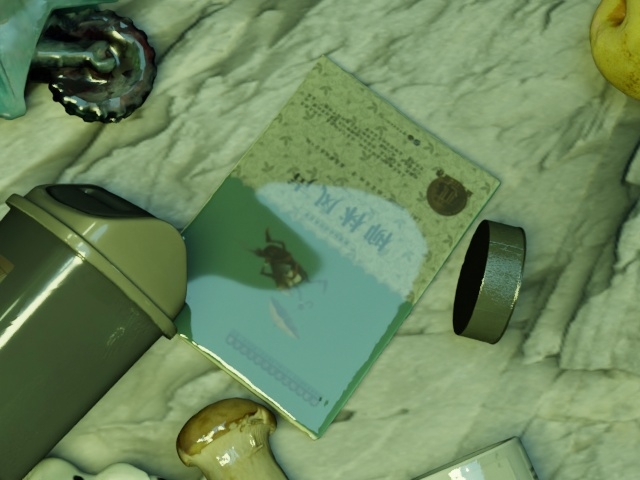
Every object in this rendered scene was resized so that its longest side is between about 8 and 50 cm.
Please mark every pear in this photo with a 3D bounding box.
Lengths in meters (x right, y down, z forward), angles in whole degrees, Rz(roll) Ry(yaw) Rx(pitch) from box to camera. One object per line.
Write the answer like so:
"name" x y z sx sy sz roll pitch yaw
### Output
"pear" 0.416 -0.247 1.346 0.178 0.178 0.178 3 74 -9

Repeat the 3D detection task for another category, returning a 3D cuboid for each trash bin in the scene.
"trash bin" -0.274 0.076 1.109 0.290 0.209 0.182 -49 126 -12

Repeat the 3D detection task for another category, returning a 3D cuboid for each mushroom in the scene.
"mushroom" -0.046 0.325 1.123 0.128 0.128 0.350 -19 71 -14

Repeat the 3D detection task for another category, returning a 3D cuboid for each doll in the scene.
"doll" -0.217 0.277 1.120 0.180 0.107 0.110 3 38 -4

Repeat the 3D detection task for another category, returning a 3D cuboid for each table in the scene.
"table" 0.185 0.045 1.239 0.043 0.133 0.133 14 73 -3

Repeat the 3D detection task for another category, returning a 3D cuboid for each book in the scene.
"book" 0.000 0.000 1.274 0.264 0.031 0.379 35 72 3

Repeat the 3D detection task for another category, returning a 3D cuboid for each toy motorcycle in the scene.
"toy motorcycle" -0.347 -0.302 1.227 0.232 0.172 0.416 -23 88 -21

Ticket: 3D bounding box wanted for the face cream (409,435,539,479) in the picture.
"face cream" 0.213 0.396 1.138 0.145 0.145 0.370 -20 77 -14
